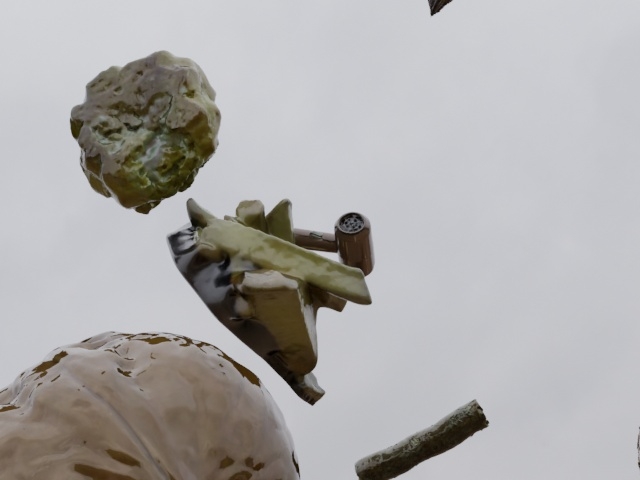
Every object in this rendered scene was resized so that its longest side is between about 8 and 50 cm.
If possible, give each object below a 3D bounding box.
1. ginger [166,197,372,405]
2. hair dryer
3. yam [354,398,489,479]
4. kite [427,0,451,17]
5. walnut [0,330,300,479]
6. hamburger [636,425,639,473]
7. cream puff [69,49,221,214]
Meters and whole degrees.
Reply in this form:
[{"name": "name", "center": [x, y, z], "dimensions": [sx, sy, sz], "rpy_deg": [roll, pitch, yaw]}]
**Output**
[{"name": "ginger", "center": [-0.066, 0.062, 1.514], "dimensions": [0.211, 0.413, 0.358], "rpy_deg": [-40, -61, -1]}, {"name": "hair dryer", "center": [0.000, 0.000, 1.560], "dimensions": [0.181, 0.064, 0.117], "rpy_deg": [7, -38, 15]}, {"name": "yam", "center": [0.178, 0.359, 1.623], "dimensions": [0.252, 0.061, 0.061], "rpy_deg": [-30, -36, 8]}, {"name": "kite", "center": [0.223, -0.419, 1.438], "dimensions": [0.232, 0.009, 0.189], "rpy_deg": [-22, -22, -40]}, {"name": "walnut", "center": [-0.202, 0.254, 0.910], "dimensions": [0.354, 0.308, 0.397], "rpy_deg": [-39, 11, -26]}, {"name": "hamburger", "center": [0.343, 0.205, 0.784], "dimensions": [0.117, 0.191, 0.182], "rpy_deg": [-20, 10, -5]}, {"name": "cream puff", "center": [-0.284, -0.176, 1.578], "dimensions": [0.281, 0.282, 0.185], "rpy_deg": [-13, -24, 5]}]
